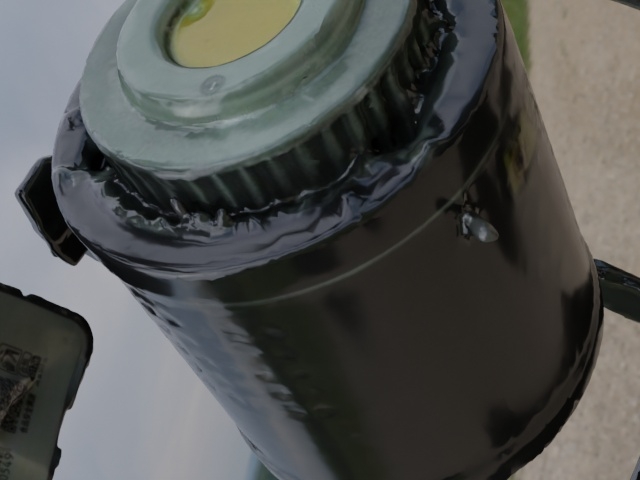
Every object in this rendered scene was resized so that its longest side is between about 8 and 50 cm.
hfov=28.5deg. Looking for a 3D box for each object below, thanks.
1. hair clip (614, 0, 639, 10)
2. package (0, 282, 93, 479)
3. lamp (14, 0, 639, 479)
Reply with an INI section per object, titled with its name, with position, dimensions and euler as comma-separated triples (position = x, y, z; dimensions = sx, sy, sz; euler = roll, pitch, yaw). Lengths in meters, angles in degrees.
[hair clip]
position = 0.200, -0.093, 0.627
dimensions = 0.070, 0.229, 0.039
euler = -64, 15, -9
[package]
position = -0.211, 0.075, 0.578
dimensions = 0.232, 0.040, 0.166
euler = 27, -112, -42
[lamp]
position = 0.019, -0.010, 0.580
dimensions = 0.205, 0.374, 0.272
euler = -60, -19, -24
